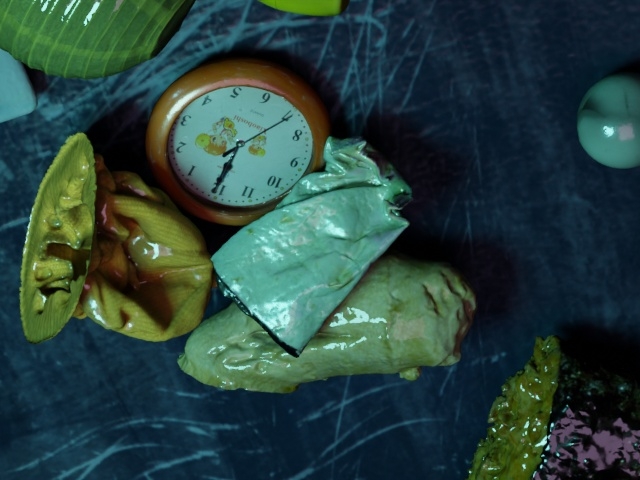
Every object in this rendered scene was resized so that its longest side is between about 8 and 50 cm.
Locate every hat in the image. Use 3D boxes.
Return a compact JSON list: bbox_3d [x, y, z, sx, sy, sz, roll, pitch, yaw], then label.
[{"bbox_3d":[-0.182,0.015,1.920,0.233,0.233,0.244,9,99,-26],"label":"hat"}]

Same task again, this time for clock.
[{"bbox_3d":[-0.088,-0.107,1.908,0.205,0.051,0.205,-2,122,-3],"label":"clock"}]

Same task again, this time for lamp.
[{"bbox_3d":[0.326,-0.129,1.880,0.105,0.105,0.105,-1,122,-2],"label":"lamp"},{"bbox_3d":[-0.249,-0.290,1.693,0.284,0.250,0.250,33,117,1],"label":"lamp"}]

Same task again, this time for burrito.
[{"bbox_3d":[0.000,0.000,1.894,0.144,0.089,0.229,45,97,4],"label":"burrito"}]

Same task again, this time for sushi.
[{"bbox_3d":[0.283,0.292,2.070,0.208,0.234,0.348,13,115,-10],"label":"sushi"}]

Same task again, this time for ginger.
[{"bbox_3d":[0.002,0.094,1.989,0.354,0.126,0.190,-19,101,13],"label":"ginger"}]

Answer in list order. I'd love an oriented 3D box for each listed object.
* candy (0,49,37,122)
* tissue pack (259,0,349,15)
[{"bbox_3d":[-0.386,-0.192,1.833,0.138,0.071,0.174,-15,121,7],"label":"candy"},{"bbox_3d":[-0.012,-0.300,1.720,0.127,0.178,0.123,14,123,12],"label":"tissue pack"}]
